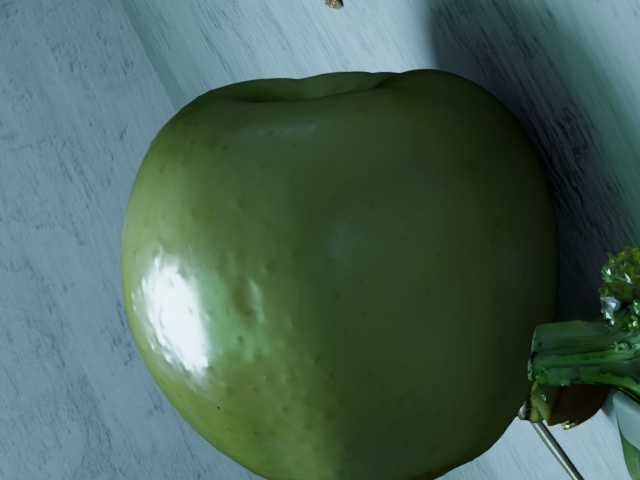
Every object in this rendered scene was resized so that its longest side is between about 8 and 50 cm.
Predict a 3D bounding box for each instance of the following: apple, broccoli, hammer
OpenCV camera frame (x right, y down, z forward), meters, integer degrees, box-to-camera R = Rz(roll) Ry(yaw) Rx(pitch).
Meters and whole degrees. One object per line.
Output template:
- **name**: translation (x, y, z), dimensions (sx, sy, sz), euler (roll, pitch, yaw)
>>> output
- **apple**: translation (0.019, 0.036, 1.471), dimensions (0.473, 0.474, 0.473), euler (58, 168, 20)
- **broccoli**: translation (0.259, 0.086, 1.139), dimensions (0.194, 0.194, 0.219), euler (56, 177, 29)
- **hammer**: translation (0.321, 0.290, 1.878), dimensions (0.199, 0.013, 0.062), euler (55, 167, 31)

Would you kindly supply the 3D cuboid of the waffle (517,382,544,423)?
- **waffle**: translation (0.209, 0.075, 1.732), dimensions (0.281, 0.058, 0.300), euler (-122, 15, -51)

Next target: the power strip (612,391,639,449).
- **power strip**: translation (0.366, 0.182, 1.199), dimensions (0.338, 0.098, 0.058), euler (36, 148, 65)

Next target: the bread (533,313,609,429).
- **bread**: translation (0.279, 0.154, 1.560), dimensions (0.049, 0.088, 0.226), euler (56, 166, 23)

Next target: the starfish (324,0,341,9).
- **starfish**: translation (0.000, -0.358, 1.760), dimensions (0.209, 0.053, 0.150), euler (70, 180, -53)

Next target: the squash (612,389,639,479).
- **squash**: translation (0.330, 0.175, 1.424), dimensions (0.069, 0.069, 0.238), euler (48, 162, 51)
